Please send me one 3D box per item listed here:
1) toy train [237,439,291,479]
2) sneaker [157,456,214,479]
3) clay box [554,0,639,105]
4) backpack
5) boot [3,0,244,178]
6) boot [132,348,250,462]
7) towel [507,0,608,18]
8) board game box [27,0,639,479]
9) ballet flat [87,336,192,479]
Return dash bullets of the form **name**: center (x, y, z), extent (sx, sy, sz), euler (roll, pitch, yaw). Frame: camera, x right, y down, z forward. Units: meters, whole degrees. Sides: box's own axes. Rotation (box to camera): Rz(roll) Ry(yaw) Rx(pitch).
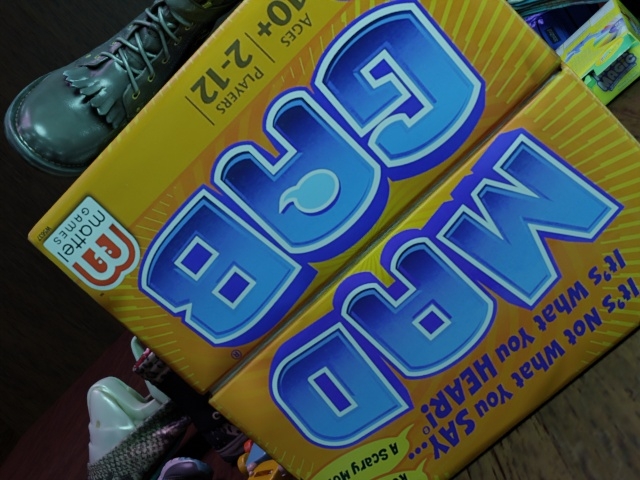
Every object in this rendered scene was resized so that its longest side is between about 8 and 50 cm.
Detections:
- **toy train**: center (-0.024, 0.216, 0.975), extent (0.125, 0.046, 0.166), euler (-47, 13, -10)
- **sneaker**: center (-0.191, 0.334, 1.190), extent (0.166, 0.065, 0.076), euler (-44, 26, 32)
- **clay box**: center (0.331, -0.211, 1.148), extent (0.127, 0.053, 0.222), euler (-44, 12, 27)
- **backpack**: center (0.349, -0.322, 1.405), extent (0.120, 0.098, 0.101), euler (-23, 32, 35)
- **boot**: center (-0.136, -0.181, 0.795), extent (0.229, 0.091, 0.263), euler (-38, 11, 41)
- **boot**: center (-0.100, 0.136, 1.194), extent (0.236, 0.178, 0.085), euler (-49, 10, -11)
- **towel**: center (0.454, -0.436, 1.337), extent (0.271, 0.040, 0.370), euler (1, 42, 44)
- **board game box**: center (0.048, -0.054, 0.827), extent (0.356, 0.356, 0.356), euler (-44, 10, 16)
- **ballet flat**: center (-0.215, 0.213, 1.366), extent (0.483, 0.182, 0.164), euler (-45, 11, 11)
